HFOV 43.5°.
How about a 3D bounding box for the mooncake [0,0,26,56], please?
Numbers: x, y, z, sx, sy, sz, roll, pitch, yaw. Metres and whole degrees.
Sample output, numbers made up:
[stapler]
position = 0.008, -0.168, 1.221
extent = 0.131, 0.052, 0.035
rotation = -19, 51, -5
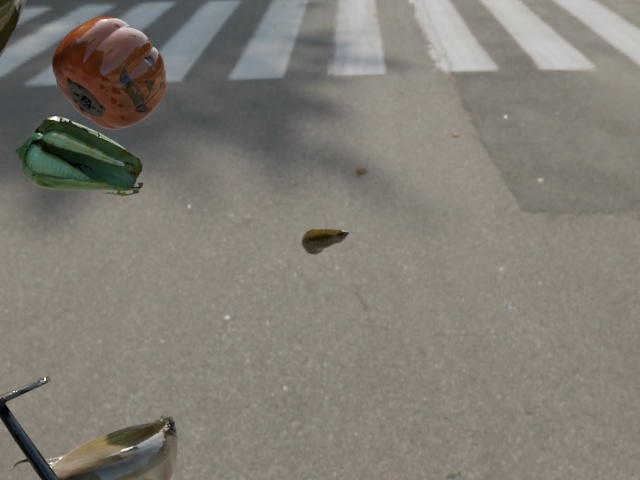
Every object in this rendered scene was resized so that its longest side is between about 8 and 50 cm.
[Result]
[mooncake]
position = -0.613, -0.400, 1.044
extent = 0.467, 0.467, 0.262
rotation = 0, 46, 5

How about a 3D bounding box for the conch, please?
[conch]
position = -0.319, -0.113, 1.073
extent = 0.170, 0.105, 0.079
rotation = 9, 37, -12

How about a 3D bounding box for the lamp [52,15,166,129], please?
[lamp]
position = -0.348, -0.286, 1.351
extent = 0.188, 0.187, 0.164
rotation = 16, 55, 35

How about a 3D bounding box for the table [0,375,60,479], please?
[table]
position = -0.496, 0.373, 1.131
extent = 0.317, 0.249, 0.317
rotation = -23, 0, 0

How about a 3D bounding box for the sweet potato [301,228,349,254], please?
[sweet potato]
position = -0.001, 0.000, 1.836
extent = 0.069, 0.059, 0.249
rotation = -12, -2, -18

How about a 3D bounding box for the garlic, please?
[garlic]
position = -0.345, 0.359, 1.260
extent = 0.267, 0.128, 0.148
rotation = -4, -9, -26
